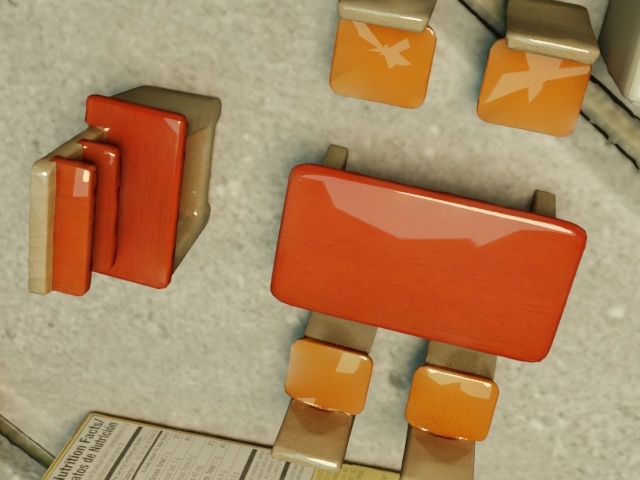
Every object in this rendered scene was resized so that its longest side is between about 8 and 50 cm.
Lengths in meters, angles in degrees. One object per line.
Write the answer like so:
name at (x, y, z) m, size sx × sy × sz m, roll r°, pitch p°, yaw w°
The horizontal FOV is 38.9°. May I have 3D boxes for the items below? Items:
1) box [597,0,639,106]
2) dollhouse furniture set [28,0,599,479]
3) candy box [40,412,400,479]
box at (0.198, -0.190, 0.361) m, size 0.094 × 0.113 × 0.275 m, roll 11°, pitch 117°, yaw 5°
dollhouse furniture set at (0.000, 0.000, 0.471) m, size 0.259 × 0.135 × 0.262 m, roll 12°, pitch 116°, yaw 6°
candy box at (-0.023, 0.239, 0.609) m, size 0.317 × 0.087 × 0.182 m, roll 9°, pitch 115°, yaw 7°
